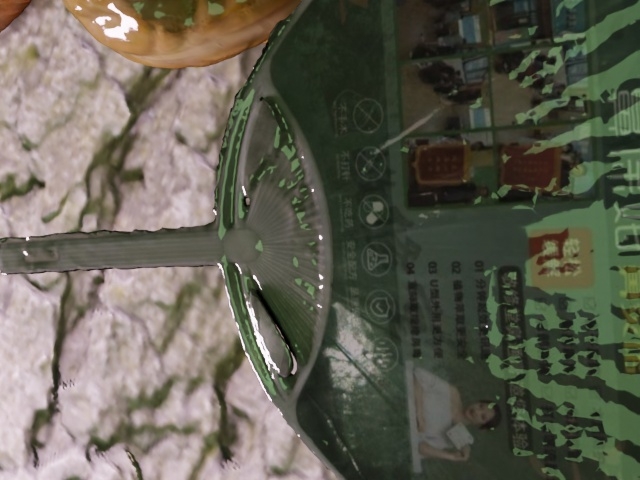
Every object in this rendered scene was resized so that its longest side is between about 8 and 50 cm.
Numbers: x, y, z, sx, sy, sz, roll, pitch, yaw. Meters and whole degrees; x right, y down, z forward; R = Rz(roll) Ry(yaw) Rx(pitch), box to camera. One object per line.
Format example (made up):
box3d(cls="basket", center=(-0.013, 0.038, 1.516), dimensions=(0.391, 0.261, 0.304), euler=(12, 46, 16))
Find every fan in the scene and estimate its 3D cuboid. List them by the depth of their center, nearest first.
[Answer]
box3d(cls="fan", center=(0.019, -0.025, 0.461), dimensions=(0.294, 0.012, 0.223), euler=(29, 109, 25))

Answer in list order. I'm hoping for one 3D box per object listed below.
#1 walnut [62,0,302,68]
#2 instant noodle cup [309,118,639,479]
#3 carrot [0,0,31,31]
box3d(cls="walnut", center=(-0.037, -0.153, 0.574), dimensions=(0.184, 0.155, 0.155), euler=(-22, 83, 28))
box3d(cls="instant noodle cup", center=(0.103, 0.033, 0.511), dimensions=(0.205, 0.153, 0.205), euler=(4, 98, 30))
box3d(cls="carrot", center=(-0.131, -0.179, 0.692), dimensions=(0.224, 0.057, 0.057), euler=(-45, 72, 30))
